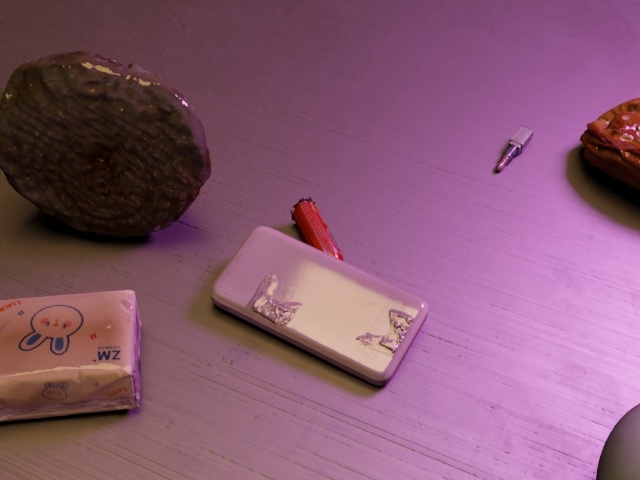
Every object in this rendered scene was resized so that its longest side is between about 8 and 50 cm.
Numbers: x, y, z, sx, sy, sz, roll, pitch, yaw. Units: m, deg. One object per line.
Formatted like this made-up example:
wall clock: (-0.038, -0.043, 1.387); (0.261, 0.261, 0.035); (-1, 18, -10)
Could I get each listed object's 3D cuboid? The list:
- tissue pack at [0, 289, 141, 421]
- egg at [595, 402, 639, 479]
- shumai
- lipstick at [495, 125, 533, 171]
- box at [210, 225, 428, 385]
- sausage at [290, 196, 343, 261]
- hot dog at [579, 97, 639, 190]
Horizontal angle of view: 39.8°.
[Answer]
tissue pack: (-0.330, 0.144, 1.133); (0.196, 0.092, 0.148); (-4, 46, -7)
egg: (0.393, 0.274, 0.981); (0.168, 0.168, 0.231); (13, 43, 10)
shumai: (-0.310, -0.182, 1.340); (0.304, 0.309, 0.263); (-27, 28, 15)
lipstick: (0.323, -0.151, 1.492); (0.025, 0.025, 0.107); (28, 58, 23)
box: (-0.004, 0.084, 1.224); (0.285, 0.044, 0.142); (25, 62, 18)
sausage: (0.000, 0.000, 1.317); (0.048, 0.050, 0.145); (9, 39, -36)
hot dog: (0.557, -0.142, 1.426); (0.272, 0.122, 0.196); (37, 61, 27)
